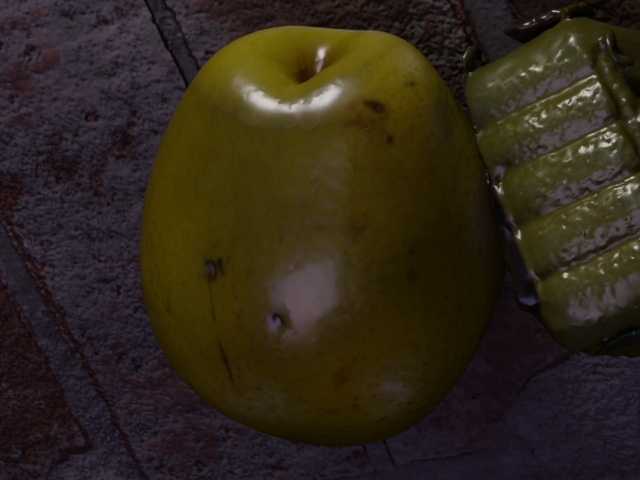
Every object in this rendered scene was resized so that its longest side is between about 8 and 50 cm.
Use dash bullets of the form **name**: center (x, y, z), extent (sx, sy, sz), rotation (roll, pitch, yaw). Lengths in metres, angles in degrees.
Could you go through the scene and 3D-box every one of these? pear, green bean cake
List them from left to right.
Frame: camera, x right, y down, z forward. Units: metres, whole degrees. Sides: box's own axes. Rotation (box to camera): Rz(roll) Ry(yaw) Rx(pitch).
- **pear**: center (0.000, 0.000, 1.378), extent (0.362, 0.362, 0.418), rotation (9, 129, 16)
- **green bean cake**: center (0.295, -0.058, 1.323), extent (0.202, 0.285, 0.310), rotation (-24, 76, 30)

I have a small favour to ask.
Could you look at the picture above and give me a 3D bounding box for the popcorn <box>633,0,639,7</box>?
- **popcorn**: center (0.332, -0.273, 1.226), extent (0.168, 0.173, 0.195), rotation (4, 114, 33)
